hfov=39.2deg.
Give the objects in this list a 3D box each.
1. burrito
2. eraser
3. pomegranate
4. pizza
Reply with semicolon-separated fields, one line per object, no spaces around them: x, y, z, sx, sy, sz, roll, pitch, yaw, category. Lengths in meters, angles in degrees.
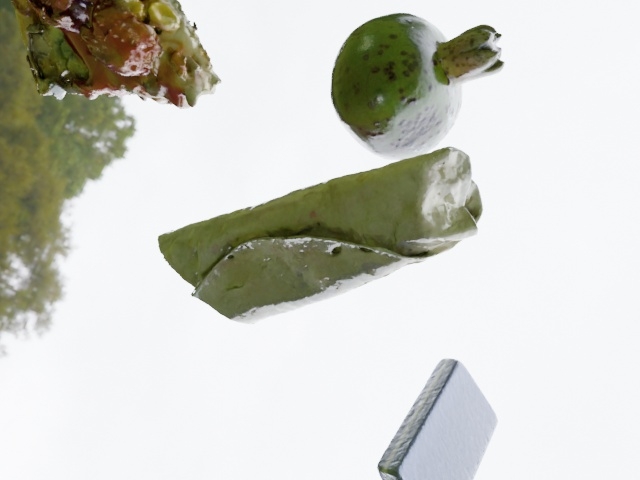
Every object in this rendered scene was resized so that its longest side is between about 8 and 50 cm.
0.000;0.000;0.587;0.226;0.087;0.060;-19;-157;29;burrito
0.117;0.193;0.862;0.036;0.082;0.225;-28;-171;33;eraser
0.128;-0.217;1.211;0.248;0.202;0.202;-18;-131;30;pomegranate
-0.152;-0.156;0.610;0.193;0.053;0.201;30;-49;25;pizza
